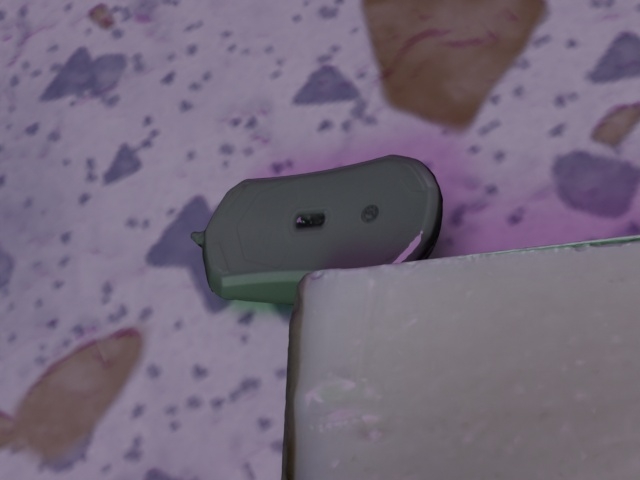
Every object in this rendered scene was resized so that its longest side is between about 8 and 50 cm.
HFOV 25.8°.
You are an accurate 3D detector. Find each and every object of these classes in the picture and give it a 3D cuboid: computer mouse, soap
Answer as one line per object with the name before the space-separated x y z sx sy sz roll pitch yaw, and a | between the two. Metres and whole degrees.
computer mouse | 0.000 0.000 0.536 0.110 0.032 0.056 -4 59 30
soap | 0.081 0.063 0.450 0.183 0.064 0.121 -6 59 16
